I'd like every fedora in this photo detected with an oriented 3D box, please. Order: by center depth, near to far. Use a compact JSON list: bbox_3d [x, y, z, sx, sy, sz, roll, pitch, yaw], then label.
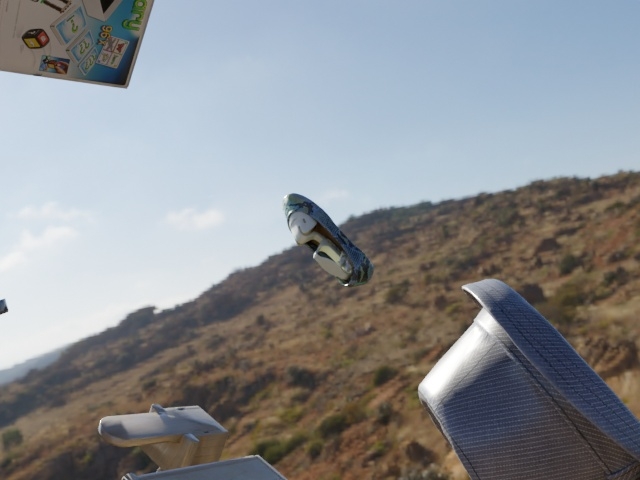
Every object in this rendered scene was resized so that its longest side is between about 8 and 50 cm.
[{"bbox_3d":[0.173,0.158,0.623,0.124,0.275,0.244,-43,34,4],"label":"fedora"}]

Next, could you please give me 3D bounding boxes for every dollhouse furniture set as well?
[{"bbox_3d":[-0.159,0.395,0.807,0.303,0.356,0.173,30,14,38],"label":"dollhouse furniture set"}]

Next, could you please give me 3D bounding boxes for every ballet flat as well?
[{"bbox_3d":[0.000,0.000,1.226,0.070,0.188,0.070,-44,-16,-17],"label":"ballet flat"}]

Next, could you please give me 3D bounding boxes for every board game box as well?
[{"bbox_3d":[-0.251,-0.293,0.795,0.193,0.053,0.305,4,-43,-29],"label":"board game box"}]

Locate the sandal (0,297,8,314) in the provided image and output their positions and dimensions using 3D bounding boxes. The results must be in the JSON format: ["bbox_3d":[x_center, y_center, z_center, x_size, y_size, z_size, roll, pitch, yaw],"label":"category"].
[{"bbox_3d":[-0.508,0.085,1.026,0.097,0.055,0.254,-17,-10,31],"label":"sandal"}]
